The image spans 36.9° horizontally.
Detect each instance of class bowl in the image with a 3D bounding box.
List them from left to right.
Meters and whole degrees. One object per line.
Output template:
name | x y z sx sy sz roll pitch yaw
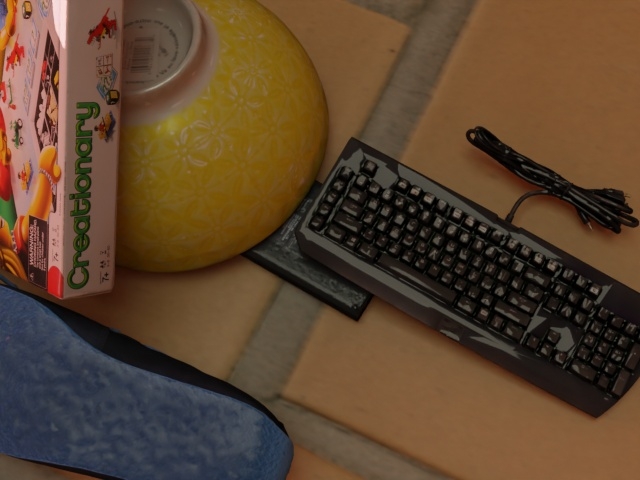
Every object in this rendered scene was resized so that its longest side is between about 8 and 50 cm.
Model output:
bowl | -0.144 -0.131 0.838 0.289 0.156 0.290 -3 66 6

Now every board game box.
board game box | -0.230 -0.126 0.754 0.193 0.053 0.305 17 108 42

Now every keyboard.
keyboard | 0.157 -0.003 0.842 0.317 0.033 0.201 29 72 5

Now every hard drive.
hard drive | 0.000 0.000 0.866 0.135 0.022 0.094 29 72 13

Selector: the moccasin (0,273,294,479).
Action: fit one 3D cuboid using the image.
moccasin | -0.189 0.134 0.774 0.342 0.117 0.138 26 84 6
